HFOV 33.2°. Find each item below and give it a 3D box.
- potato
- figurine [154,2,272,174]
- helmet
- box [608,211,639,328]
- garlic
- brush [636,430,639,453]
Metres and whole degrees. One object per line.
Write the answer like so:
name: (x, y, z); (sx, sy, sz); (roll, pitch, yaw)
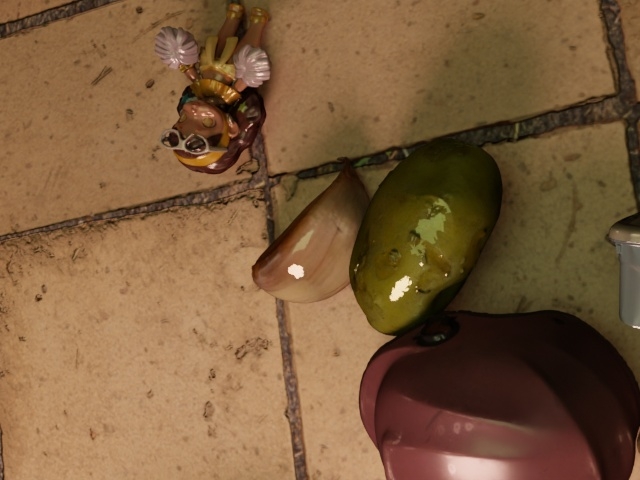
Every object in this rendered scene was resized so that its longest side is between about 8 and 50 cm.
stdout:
potato: (0.120, -0.004, 1.291); (0.148, 0.186, 0.253); (26, 94, 7)
figurine: (-0.136, -0.208, 1.450); (0.174, 0.116, 0.240); (13, 87, 21)
helmet: (0.190, 0.229, 1.202); (0.338, 0.197, 0.271); (-8, 111, 16)
box: (0.427, 0.031, 1.145); (0.226, 0.162, 0.130); (8, 101, 27)
garlic: (0.007, 0.005, 1.389); (0.115, 0.128, 0.207); (38, 97, -2)
brush: (0.483, 0.159, 1.202); (0.299, 0.042, 0.039); (-36, 41, 17)
